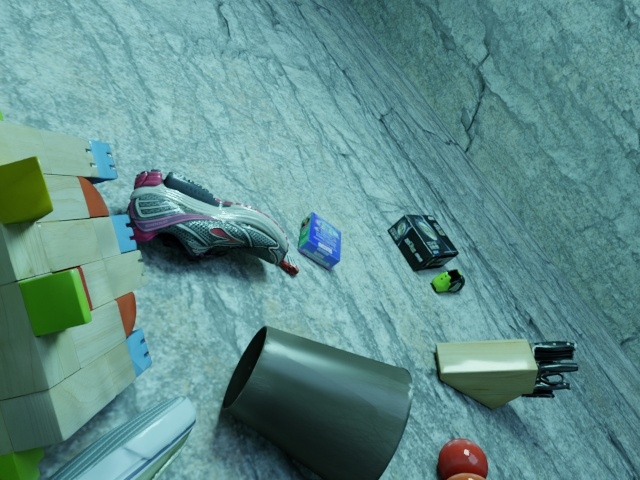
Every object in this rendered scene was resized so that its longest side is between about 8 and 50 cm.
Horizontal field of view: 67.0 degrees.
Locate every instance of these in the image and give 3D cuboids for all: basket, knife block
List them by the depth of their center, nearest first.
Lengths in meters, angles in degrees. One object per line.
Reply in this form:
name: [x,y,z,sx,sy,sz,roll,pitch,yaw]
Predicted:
basket: [-0.011,0.230,0.705,0.226,0.205,0.154,31,-7,-12]
knife block: [0.438,0.278,1.108,0.275,0.242,0.088,33,33,-21]

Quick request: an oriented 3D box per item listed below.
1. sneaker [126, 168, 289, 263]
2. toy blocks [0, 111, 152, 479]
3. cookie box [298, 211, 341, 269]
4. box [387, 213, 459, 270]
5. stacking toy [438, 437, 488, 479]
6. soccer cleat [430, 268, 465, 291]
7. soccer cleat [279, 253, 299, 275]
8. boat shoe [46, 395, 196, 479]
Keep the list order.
sneaker: [-0.188,-0.011,0.833,0.299,0.120,0.112,22,68,-36]
toy blocks: [-0.292,0.033,0.536,0.261,0.190,0.382,-57,133,-84]
cookie box: [0.000,0.000,1.092,0.091,0.040,0.107,34,33,-20]
box: [0.303,0.004,1.416,0.180,0.077,0.148,-1,54,-50]
stacking toy: [0.250,0.475,0.787,0.141,0.141,0.330,39,26,-13]
soccer cleat: [0.386,0.112,1.397,0.178,0.072,0.060,-2,55,-51]
soccer cleat: [-0.074,0.036,0.978,0.083,0.029,0.036,42,22,-13]
boat shoe: [-0.230,0.273,0.469,0.302,0.109,0.094,-37,99,-50]
